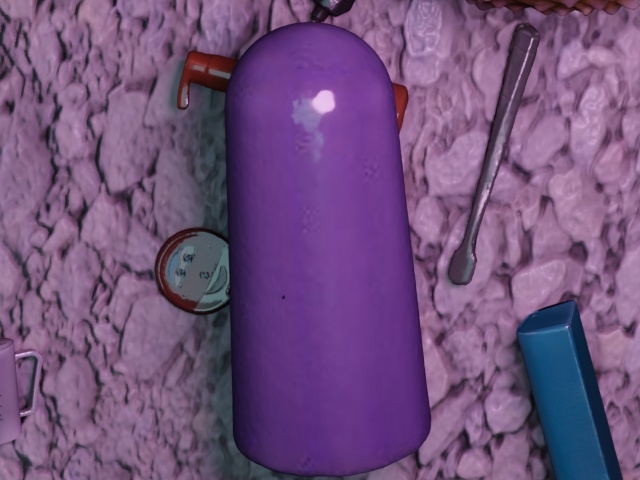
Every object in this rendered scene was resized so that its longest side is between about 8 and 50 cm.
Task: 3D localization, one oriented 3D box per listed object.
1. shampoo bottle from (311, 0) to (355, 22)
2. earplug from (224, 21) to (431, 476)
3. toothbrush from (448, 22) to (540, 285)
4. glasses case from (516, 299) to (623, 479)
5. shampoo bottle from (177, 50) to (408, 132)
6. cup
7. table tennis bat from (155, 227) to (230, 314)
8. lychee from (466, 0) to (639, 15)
[{"bbox_3d":[0.024,-0.279,1.726,0.048,0.027,0.137,37,99,-2],"label":"shampoo bottle"},{"bbox_3d":[0.000,0.000,1.643,0.215,0.215,0.456,-3,110,3],"label":"earplug"},{"bbox_3d":[0.191,-0.094,1.751,0.030,0.030,0.297,16,99,9],"label":"toothbrush"},{"bbox_3d":[0.286,0.226,1.759,0.070,0.117,0.301,-15,98,16],"label":"glasses case"},{"bbox_3d":[-0.029,-0.156,1.723,0.244,0.085,0.085,13,100,1],"label":"shampoo bottle"},{"bbox_3d":[-0.363,0.165,1.804,0.104,0.074,0.116,-14,104,-24],"label":"cup"},{"bbox_3d":[-0.113,0.047,1.794,0.154,0.019,0.098,27,100,1],"label":"table tennis bat"},{"bbox_3d":[0.218,-0.388,1.524,0.432,0.380,0.380,25,100,-9],"label":"lychee"}]
